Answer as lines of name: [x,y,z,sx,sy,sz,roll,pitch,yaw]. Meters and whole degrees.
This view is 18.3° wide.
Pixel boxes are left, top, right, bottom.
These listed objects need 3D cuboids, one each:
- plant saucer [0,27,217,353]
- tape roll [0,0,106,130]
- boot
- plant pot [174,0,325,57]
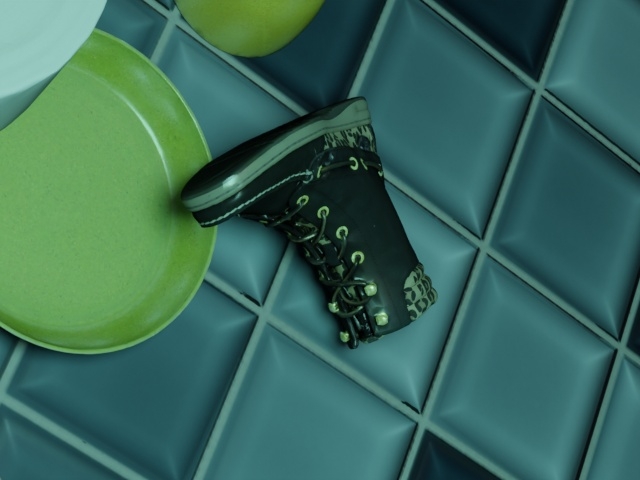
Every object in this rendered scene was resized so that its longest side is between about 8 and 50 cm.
plant saucer: [-0.182,-0.036,1.404,0.241,0.037,0.241,11,71,-35]
tape roll: [-0.282,-0.201,1.308,0.286,0.100,0.286,11,66,-25]
boot: [0.002,-0.001,1.475,0.236,0.085,0.179,-32,100,-59]
plant pot: [-0.038,-0.217,1.522,0.134,0.095,0.134,10,72,-35]
